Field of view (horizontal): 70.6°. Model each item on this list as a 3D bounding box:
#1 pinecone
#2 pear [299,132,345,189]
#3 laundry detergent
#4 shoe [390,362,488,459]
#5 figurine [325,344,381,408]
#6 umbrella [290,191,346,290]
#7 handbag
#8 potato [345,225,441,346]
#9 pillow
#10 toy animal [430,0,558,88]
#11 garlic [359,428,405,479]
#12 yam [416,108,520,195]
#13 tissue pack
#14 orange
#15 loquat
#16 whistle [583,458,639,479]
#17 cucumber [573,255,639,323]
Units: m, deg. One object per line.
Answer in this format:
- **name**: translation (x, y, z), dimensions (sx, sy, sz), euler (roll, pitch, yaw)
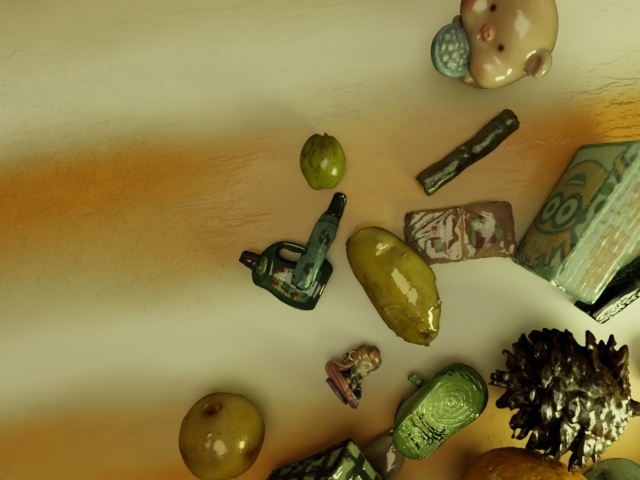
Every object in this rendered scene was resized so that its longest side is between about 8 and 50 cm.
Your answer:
- **pinecone**: translation (0.521, 0.332, 0.983), dimensions (0.295, 0.242, 0.299), euler (16, 78, 6)
- **pear**: translation (0.006, -0.181, 1.039), dimensions (0.107, 0.107, 0.132), euler (4, 101, 5)
- **laundry detergent**: translation (-0.089, 0.069, 1.097), dimensions (0.221, 0.078, 0.144), euler (27, 90, 5)
- **shoe**: translation (0.267, 0.393, 1.076), dimensions (0.262, 0.128, 0.140), euler (-45, 100, -6)
- **figurine**: translation (0.077, 0.316, 1.105), dimensions (0.126, 0.114, 0.157), euler (44, 68, -32)
- **umbrella**: translation (-0.001, 0.000, 1.054), dimensions (0.053, 0.052, 0.251), euler (12, 72, 36)
- **handbag**: translation (0.037, 0.668, 1.074), dimensions (0.327, 0.162, 0.325), euler (-36, 89, 39)
- **potato**: translation (0.175, 0.100, 1.030), dimensions (0.173, 0.140, 0.300), euler (-36, 86, 46)
- **pillow**: translation (0.321, -0.015, 1.058), dimensions (0.248, 0.049, 0.135), euler (-7, 96, 11)
- **toy animal**: translation (0.360, -0.406, 0.920), dimensions (0.229, 0.221, 0.210), euler (-13, 98, 34)
- **garlic**: translation (0.144, 0.560, 1.133), dimensions (0.195, 0.087, 0.101), euler (-35, 80, 11)
- **yam**: translation (0.335, -0.197, 1.029), dimensions (0.252, 0.061, 0.061), euler (-38, 92, 8)
- **tissue pack**: translation (0.556, -0.046, 0.941), dimensions (0.127, 0.228, 0.311), euler (29, 100, 1)
- **orange**: translation (0.450, 0.639, 0.978), dimensions (0.340, 0.293, 0.341), euler (26, 135, 29)
- **loquat**: translation (-0.239, 0.476, 1.104), dimensions (0.207, 0.208, 0.208), euler (1, 97, 6)
- **whistle**: translation (0.783, 0.593, 1.030), dimensions (0.404, 0.168, 0.188), euler (-39, 92, 9)
- **cucumber**: translation (0.699, 0.098, 1.024), dimensions (0.241, 0.074, 0.074), euler (-40, 92, 8)
